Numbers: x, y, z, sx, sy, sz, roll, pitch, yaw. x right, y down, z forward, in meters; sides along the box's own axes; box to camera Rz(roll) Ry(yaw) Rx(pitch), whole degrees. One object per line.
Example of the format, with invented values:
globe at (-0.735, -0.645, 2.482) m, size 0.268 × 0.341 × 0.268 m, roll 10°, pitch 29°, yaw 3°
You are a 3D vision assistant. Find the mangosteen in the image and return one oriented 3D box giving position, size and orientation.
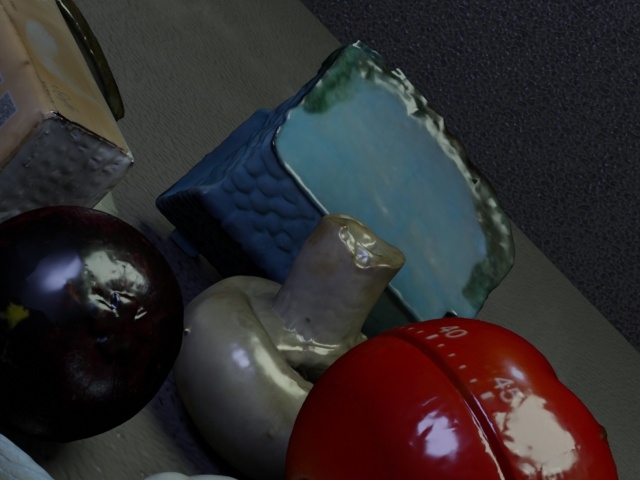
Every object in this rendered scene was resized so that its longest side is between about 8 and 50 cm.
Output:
mangosteen at (-0.256, 0.077, 1.553) m, size 0.228 × 0.228 × 0.265 m, roll 34°, pitch -20°, yaw -32°

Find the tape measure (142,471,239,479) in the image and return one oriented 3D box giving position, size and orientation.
tape measure at (-0.091, 0.338, 1.446) m, size 0.258 × 0.130 × 0.265 m, roll 55°, pitch 14°, yaw 19°

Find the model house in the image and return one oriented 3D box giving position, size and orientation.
model house at (0.000, 0.000, 2.086) m, size 0.360 × 0.339 × 0.297 m, roll 48°, pitch 41°, yaw -13°

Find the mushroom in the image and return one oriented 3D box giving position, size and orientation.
mushroom at (-0.008, 0.122, 1.828) m, size 0.292 × 0.290 × 0.292 m, roll 36°, pitch 18°, yaw -14°

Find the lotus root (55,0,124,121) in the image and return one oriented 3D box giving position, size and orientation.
lotus root at (-0.377, -0.263, 2.059) m, size 0.314 × 0.210 × 0.142 m, roll 55°, pitch 27°, yaw -15°

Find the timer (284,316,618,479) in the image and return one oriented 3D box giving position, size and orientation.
timer at (0.124, 0.266, 1.584) m, size 0.279 × 0.378 × 0.378 m, roll -15°, pitch 51°, yaw -20°

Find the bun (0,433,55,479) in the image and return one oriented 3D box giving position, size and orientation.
bun at (-0.279, 0.261, 1.047) m, size 0.362 × 0.211 × 0.362 m, roll 43°, pitch 15°, yaw -14°

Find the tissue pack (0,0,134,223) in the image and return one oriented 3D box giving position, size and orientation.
tissue pack at (-0.329, -0.129, 1.784) m, size 0.238 × 0.238 × 0.305 m, roll 26°, pitch 26°, yaw -47°
